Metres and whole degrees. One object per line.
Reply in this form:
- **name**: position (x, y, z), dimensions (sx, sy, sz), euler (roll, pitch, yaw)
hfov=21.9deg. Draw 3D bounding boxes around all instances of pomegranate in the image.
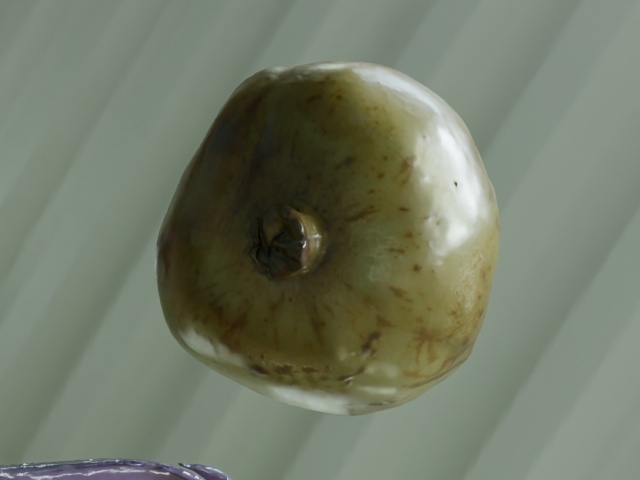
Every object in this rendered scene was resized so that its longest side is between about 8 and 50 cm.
- **pomegranate**: position (0.000, 0.000, 0.982), dimensions (0.215, 0.215, 0.215), euler (-23, -125, 37)

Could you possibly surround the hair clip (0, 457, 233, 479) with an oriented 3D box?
- **hair clip**: position (-0.189, 0.163, 0.916), dimensions (0.095, 0.358, 0.110), euler (-16, -117, 42)
